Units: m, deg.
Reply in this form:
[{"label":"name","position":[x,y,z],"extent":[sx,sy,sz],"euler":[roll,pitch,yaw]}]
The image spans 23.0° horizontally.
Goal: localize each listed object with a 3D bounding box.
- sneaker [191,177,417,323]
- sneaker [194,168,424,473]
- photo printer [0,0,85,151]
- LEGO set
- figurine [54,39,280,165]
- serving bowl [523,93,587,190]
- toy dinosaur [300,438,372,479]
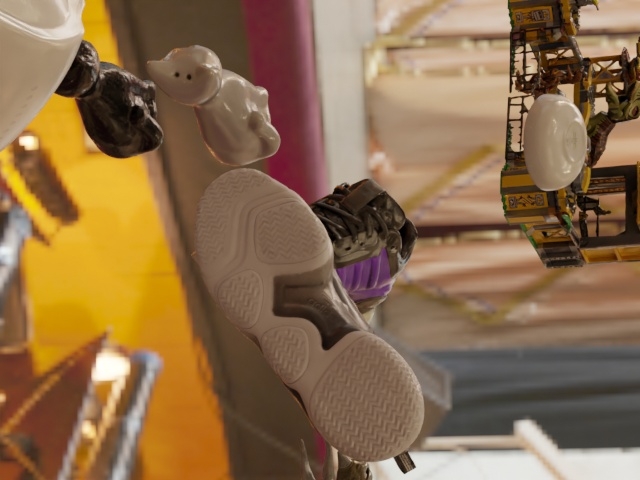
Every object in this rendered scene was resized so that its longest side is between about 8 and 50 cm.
[{"label":"sneaker","position":[0.000,-0.001,1.464],"extent":[0.102,0.146,0.293],"euler":[48,18,22]},{"label":"sneaker","position":[-0.006,0.073,1.247],"extent":[0.268,0.101,0.153],"euler":[56,-4,23]},{"label":"photo printer","position":[-0.321,-0.133,0.981],"extent":[0.307,0.256,0.107],"euler":[28,41,-37]},{"label":"LEGO set","position":[0.311,-0.123,1.657],"extent":[0.255,0.192,0.331],"euler":[58,34,-51]},{"label":"figurine","position":[-0.165,-0.147,1.577],"extent":[0.209,0.215,0.092],"euler":[39,57,-69]},{"label":"serving bowl","position":[0.203,-0.083,1.331],"extent":[0.083,0.027,0.083],"euler":[-3,94,-51]},{"label":"toy dinosaur","position":[0.030,0.314,1.246],"extent":[0.160,0.121,0.313],"euler":[38,21,-25]}]
